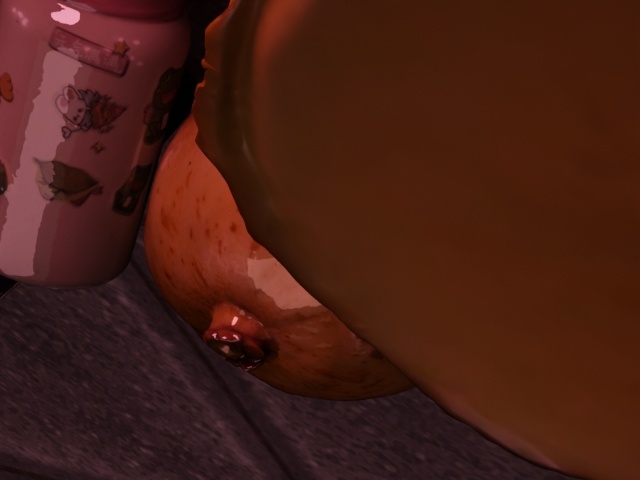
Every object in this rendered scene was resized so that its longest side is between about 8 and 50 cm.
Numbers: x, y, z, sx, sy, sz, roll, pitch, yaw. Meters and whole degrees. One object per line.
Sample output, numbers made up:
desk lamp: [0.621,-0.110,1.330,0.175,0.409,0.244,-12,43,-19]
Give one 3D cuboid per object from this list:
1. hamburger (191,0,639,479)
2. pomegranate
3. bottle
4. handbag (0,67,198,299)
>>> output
hamburger: [0.182,-0.089,0.780,0.396,0.277,0.396,21,149,14]
pomegranate: [0.000,0.000,1.183,0.215,0.215,0.215,25,151,15]
bottle: [-0.139,-0.104,1.175,0.120,0.120,0.253,26,116,14]
handbag: [-0.262,-0.113,1.284,0.288,0.152,0.342,-28,123,15]
